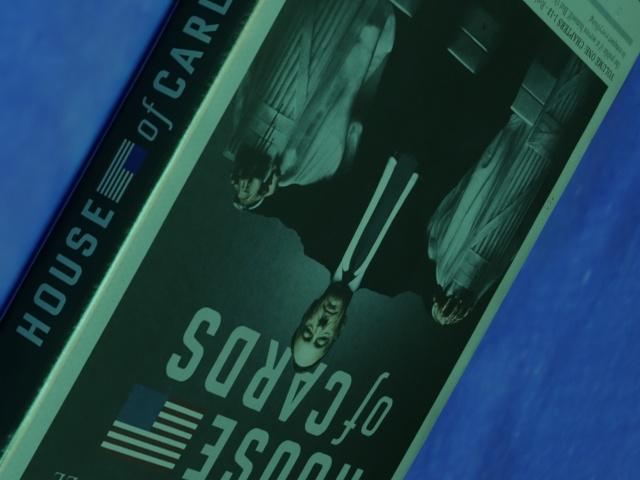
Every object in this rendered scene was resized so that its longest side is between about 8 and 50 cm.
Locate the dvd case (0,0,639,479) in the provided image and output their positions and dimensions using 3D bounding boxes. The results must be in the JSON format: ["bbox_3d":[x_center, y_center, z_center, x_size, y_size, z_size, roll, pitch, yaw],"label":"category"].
[{"bbox_3d":[0.000,0.000,0.477,0.179,0.029,0.239,31,87,-54],"label":"dvd case"}]
